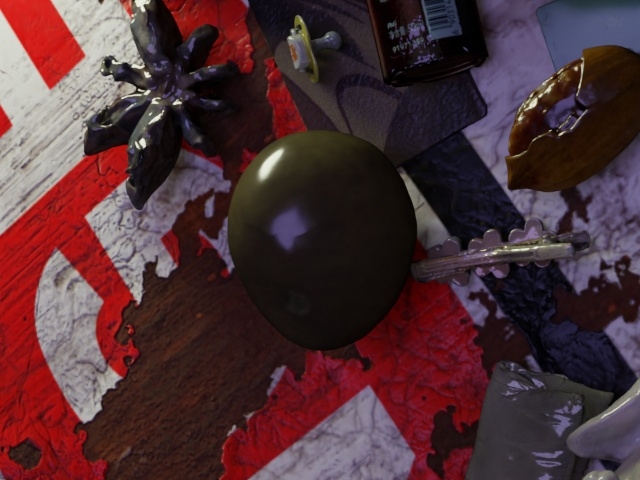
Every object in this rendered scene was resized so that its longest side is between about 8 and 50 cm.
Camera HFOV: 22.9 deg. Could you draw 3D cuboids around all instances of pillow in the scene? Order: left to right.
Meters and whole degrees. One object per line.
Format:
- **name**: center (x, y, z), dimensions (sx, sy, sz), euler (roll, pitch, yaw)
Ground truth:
- **pillow**: center (0.231, 0.234, 1.739), dimensions (0.134, 0.078, 0.181), euler (19, 99, 29)

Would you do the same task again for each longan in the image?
- **longan**: center (0.000, 0.000, 1.777), dimensions (0.248, 0.248, 0.248), euler (-1, 87, 27)

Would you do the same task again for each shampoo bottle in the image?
- **shampoo bottle**: center (0.099, -0.345, 1.822), dimensions (0.129, 0.084, 0.323), euler (-16, 78, 12)

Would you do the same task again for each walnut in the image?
- **walnut**: center (0.277, -0.127, 1.713), dimensions (0.207, 0.116, 0.116), euler (-46, 69, 20)

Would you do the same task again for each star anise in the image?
- **star anise**: center (-0.206, -0.174, 1.958), dimensions (0.198, 0.110, 0.257), euler (30, 94, 25)

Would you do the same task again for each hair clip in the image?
- **hair clip**: center (0.202, 0.013, 1.780), dimensions (0.214, 0.056, 0.062), euler (-9, 100, 34)

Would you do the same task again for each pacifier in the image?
- **pacifier**: center (-0.005, -0.232, 1.891), dimensions (0.064, 0.068, 0.083), euler (-17, 99, -8)

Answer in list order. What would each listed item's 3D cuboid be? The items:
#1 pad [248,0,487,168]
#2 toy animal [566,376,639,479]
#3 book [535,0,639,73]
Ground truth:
- **pad**: center (0.044, -0.241, 1.892), dimensions (0.220, 0.004, 0.330), euler (-31, 75, 22)
- **toy animal**: center (0.401, 0.203, 1.601), dimensions (0.271, 0.206, 0.265), euler (24, 90, 10)
- **book**: center (0.314, -0.239, 1.750), dimensions (0.135, 0.017, 0.103), euler (-22, 81, 25)
